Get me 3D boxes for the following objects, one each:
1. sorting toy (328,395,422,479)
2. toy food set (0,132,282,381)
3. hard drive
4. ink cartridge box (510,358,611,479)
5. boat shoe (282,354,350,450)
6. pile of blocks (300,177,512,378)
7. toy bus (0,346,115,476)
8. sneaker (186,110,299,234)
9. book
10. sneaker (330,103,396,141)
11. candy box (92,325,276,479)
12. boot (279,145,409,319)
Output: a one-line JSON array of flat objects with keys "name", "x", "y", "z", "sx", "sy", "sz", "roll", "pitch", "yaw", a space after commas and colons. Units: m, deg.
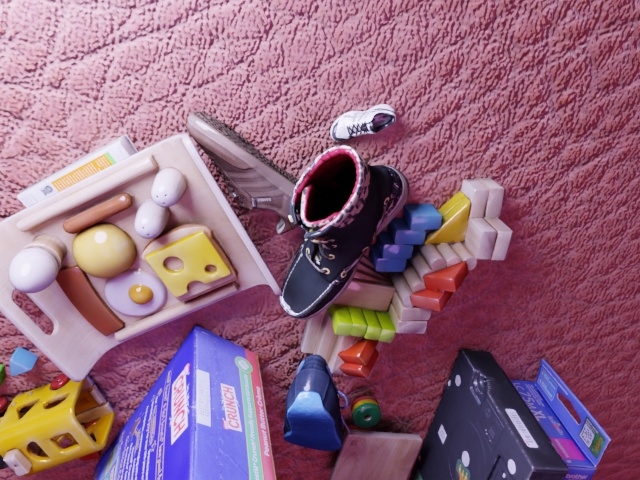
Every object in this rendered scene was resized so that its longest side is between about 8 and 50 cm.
[{"name": "sorting toy", "x": 0.086, "y": 0.376, "z": 0.866, "sx": 0.132, "sy": 0.046, "sz": 0.275, "roll": 9, "pitch": 114, "yaw": -13}, {"name": "toy food set", "x": -0.226, "y": 0.037, "z": 0.595, "sx": 0.306, "sy": 0.092, "sz": 0.220, "roll": -23, "pitch": 119, "yaw": 10}, {"name": "hard drive", "x": 0.234, "y": 0.376, "z": 0.783, "sx": 0.064, "sy": 0.237, "sz": 0.339, "roll": 8, "pitch": 114, "yaw": -12}, {"name": "ink cartridge box", "x": 0.333, "y": 0.370, "z": 0.822, "sx": 0.065, "sy": 0.186, "sz": 0.311, "roll": 9, "pitch": 114, "yaw": -11}, {"name": "boat shoe", "x": 0.000, "y": 0.245, "z": 0.740, "sx": 0.108, "sy": 0.089, "sz": 0.258, "roll": 10, "pitch": 146, "yaw": -2}, {"name": "pile of blocks", "x": 0.107, "y": 0.059, "z": 0.677, "sx": 0.149, "sy": 0.113, "sz": 0.362, "roll": 34, "pitch": 106, "yaw": -22}, {"name": "toy bus", "x": -0.400, "y": 0.272, "z": 0.708, "sx": 0.190, "sy": 0.104, "sz": 0.202, "roll": 20, "pitch": 111, "yaw": -17}, {"name": "sneaker", "x": -0.090, "y": -0.073, "z": 0.607, "sx": 0.188, "sy": 0.066, "sz": 0.071, "roll": 36, "pitch": 105, "yaw": -22}, {"name": "book", "x": -0.271, "y": -0.050, "z": 0.611, "sx": 0.144, "sy": 0.035, "sz": 0.096, "roll": -26, "pitch": 118, "yaw": 6}, {"name": "sneaker", "x": 0.052, "y": -0.142, "z": 0.612, "sx": 0.083, "sy": 0.037, "sz": 0.032, "roll": -22, "pitch": 119, "yaw": 4}, {"name": "candy box", "x": -0.200, "y": 0.323, "z": 0.672, "sx": 0.122, "sy": 0.268, "sz": 0.317, "roll": 29, "pitch": 109, "yaw": -24}, {"name": "boot", "x": -0.001, "y": -0.002, "z": 0.592, "sx": 0.085, "sy": 0.178, "sz": 0.236, "roll": 41, "pitch": 102, "yaw": 19}]
